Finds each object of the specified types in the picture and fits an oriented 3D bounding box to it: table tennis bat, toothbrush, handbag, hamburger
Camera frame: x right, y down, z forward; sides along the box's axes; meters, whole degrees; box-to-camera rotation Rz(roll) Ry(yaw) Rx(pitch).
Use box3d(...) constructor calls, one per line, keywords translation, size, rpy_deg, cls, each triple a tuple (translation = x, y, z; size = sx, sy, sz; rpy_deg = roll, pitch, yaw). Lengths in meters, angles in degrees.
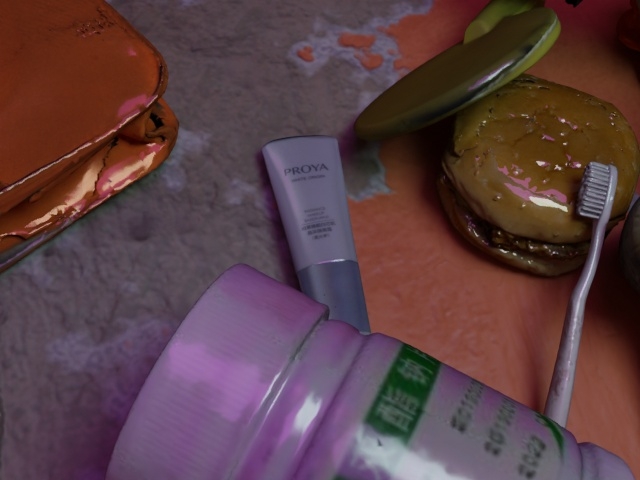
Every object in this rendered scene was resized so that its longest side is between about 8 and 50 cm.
box3d(translation=(0.165, -0.201, 0.830), size=(0.054, 0.224, 0.369), rpy_deg=(58, 43, -17), cls="table tennis bat")
box3d(translation=(0.220, 0.078, 0.687), size=(0.029, 0.025, 0.307), rpy_deg=(14, 85, -7), cls="toothbrush")
box3d(translation=(-0.365, -0.176, 0.773), size=(0.303, 0.116, 0.410), rpy_deg=(-39, 71, -21), cls="handbag")
box3d(translation=(0.220, -0.071, 0.792), size=(0.213, 0.108, 0.214), rpy_deg=(4, 56, -6), cls="hamburger")

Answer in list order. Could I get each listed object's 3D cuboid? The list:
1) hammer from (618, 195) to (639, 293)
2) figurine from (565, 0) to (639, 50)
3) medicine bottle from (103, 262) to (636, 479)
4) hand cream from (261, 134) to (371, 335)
box3d(translation=(0.332, 0.101, 0.693), size=(0.113, 0.202, 0.305), rpy_deg=(-3, 81, 21), cls="hammer")
box3d(translation=(0.379, -0.304, 0.789), size=(0.411, 0.306, 0.241), rpy_deg=(11, 61, -29), cls="figurine")
box3d(translation=(0.034, 0.178, 0.566), size=(0.325, 0.212, 0.212), rpy_deg=(28, 61, 8), cls="medicine bottle")
box3d(translation=(0.000, 0.000, 0.753), size=(0.079, 0.048, 0.255), rpy_deg=(-7, 61, -9), cls="hand cream")
